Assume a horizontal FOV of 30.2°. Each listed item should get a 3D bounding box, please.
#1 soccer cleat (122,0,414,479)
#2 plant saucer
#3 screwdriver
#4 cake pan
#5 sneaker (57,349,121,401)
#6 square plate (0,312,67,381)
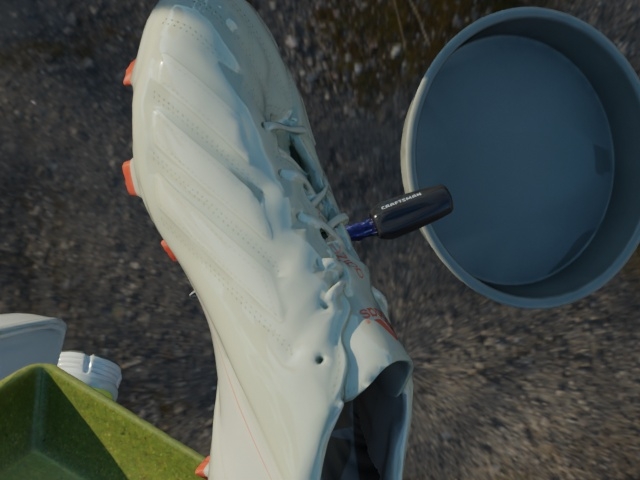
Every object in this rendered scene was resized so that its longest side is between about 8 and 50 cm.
[{"bbox_3d":[-0.008,0.016,0.352,0.076,0.068,0.196,-11,88,44],"label":"soccer cleat"},{"bbox_3d":[-0.116,0.149,0.529,0.188,0.188,0.045,28,119,17],"label":"plant saucer"},{"bbox_3d":[0.000,0.000,0.718,0.169,0.024,0.025,-17,64,-5],"label":"screwdriver"},{"bbox_3d":[0.203,-0.080,1.171,0.293,0.054,0.293,0,90,-24],"label":"cake pan"},{"bbox_3d":[-0.212,0.174,0.917,0.081,0.208,0.094,11,48,-18],"label":"sneaker"},{"bbox_3d":[-0.346,0.170,0.701,0.344,0.347,0.049,-11,55,-34],"label":"square plate"}]
